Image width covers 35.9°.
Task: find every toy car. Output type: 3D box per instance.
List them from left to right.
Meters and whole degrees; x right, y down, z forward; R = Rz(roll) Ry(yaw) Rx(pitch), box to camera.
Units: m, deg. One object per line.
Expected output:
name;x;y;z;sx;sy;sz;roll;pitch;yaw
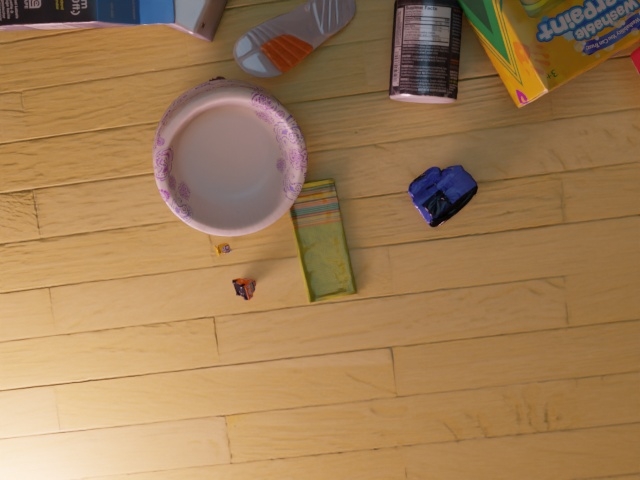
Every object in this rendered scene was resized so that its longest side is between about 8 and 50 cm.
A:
toy car;-0.161;0.058;1.953;0.040;0.060;0.122;-26;99;-25

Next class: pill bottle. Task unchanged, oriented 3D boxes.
pill bottle;0.199;-0.384;1.851;0.130;0.130;0.245;4;94;5

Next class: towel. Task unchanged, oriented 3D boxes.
towel;0.000;0.000;1.950;0.102;0.021;0.237;-12;93;7

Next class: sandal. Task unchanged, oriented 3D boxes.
sandal;-0.049;-0.394;1.908;0.265;0.076;0.102;-32;100;-14

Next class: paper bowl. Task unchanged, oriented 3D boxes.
paper bowl;-0.174;-0.162;1.865;0.284;0.148;0.284;-5;112;-12

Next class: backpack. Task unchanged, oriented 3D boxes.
backpack;0.234;-0.094;1.883;0.120;0.098;0.101;-36;86;7

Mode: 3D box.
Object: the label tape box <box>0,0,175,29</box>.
label tape box;-0.439;-0.504;1.763;0.334;0.106;0.240;-1;97;7

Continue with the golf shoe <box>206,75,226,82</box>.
golf shoe;-0.234;-0.238;1.940;0.086;0.067;0.186;37;99;-22

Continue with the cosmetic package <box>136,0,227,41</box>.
cosmetic package;-0.354;-0.550;1.881;0.385;0.156;0.217;25;96;2

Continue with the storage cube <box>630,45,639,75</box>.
storage cube;0.700;-0.305;1.723;0.184;0.193;0.215;-19;80;-25

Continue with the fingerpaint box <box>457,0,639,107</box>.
fingerpaint box;0.468;-0.510;1.751;0.445;0.163;0.371;-29;91;-8
